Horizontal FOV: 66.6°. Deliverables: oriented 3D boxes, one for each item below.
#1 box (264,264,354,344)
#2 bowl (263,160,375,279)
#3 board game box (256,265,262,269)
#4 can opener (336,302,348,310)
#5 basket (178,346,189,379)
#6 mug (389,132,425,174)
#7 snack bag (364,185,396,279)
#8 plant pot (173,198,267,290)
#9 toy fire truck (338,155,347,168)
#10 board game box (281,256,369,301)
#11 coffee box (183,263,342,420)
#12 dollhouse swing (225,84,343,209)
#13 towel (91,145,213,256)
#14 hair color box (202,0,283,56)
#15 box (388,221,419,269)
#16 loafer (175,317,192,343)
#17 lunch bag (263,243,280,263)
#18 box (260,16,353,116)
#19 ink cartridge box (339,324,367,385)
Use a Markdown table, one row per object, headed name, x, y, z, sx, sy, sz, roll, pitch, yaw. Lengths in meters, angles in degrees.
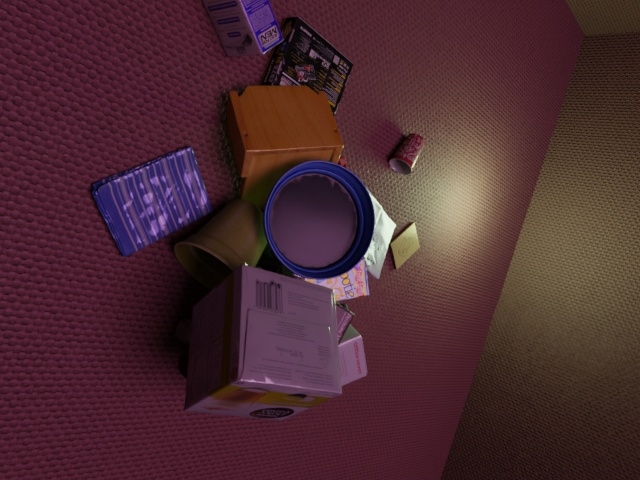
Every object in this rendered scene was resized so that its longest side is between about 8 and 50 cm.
| name | x | y | z | sx | sy | sz | roll | pitch | yaw |
| --- | --- | --- | --- | --- | --- | --- | --- | --- | --- |
| box | -0.079 | 0.271 | 1.876 | 0.381 | 0.143 | 0.191 | 33 | 79 | -25 |
| bowl | -0.007 | -0.066 | 1.614 | 0.391 | 0.077 | 0.390 | 0 | 90 | -23 |
| board game box | -0.295 | 0.171 | 1.719 | 0.035 | 0.136 | 0.201 | 44 | 71 | -43 |
| can opener | 0.053 | 0.409 | 2.177 | 0.074 | 0.093 | 0.280 | -3 | 110 | -45 |
| basket | -0.376 | 0.454 | 1.666 | 0.154 | 0.227 | 0.204 | -41 | 129 | -28 |
| mug | 0.399 | -0.398 | 2.258 | 0.113 | 0.150 | 0.169 | 34 | 71 | -8 |
| snack bag | 0.230 | -0.023 | 2.188 | 0.342 | 0.037 | 0.323 | 45 | 56 | -43 |
| plant pot | -0.292 | 0.011 | 1.607 | 0.254 | 0.276 | 0.276 | -57 | 135 | -31 |
| toy fire truck | 0.019 | -0.303 | 1.937 | 0.192 | 0.047 | 0.135 | -41 | 127 | -29 |
| board game box | 0.017 | 0.143 | 1.747 | 0.275 | 0.144 | 0.142 | -9 | 97 | -19 |
| coffee box | -0.175 | 0.323 | 1.461 | 0.338 | 0.334 | 0.338 | 20 | 49 | -32 |
| dollhouse swing | -0.152 | -0.316 | 1.701 | 0.347 | 0.305 | 0.315 | -10 | 73 | -26 |
| towel | -0.500 | -0.122 | 1.493 | 0.336 | 0.040 | 0.243 | -33 | 125 | -33 |
| hair color box | -0.259 | -0.724 | 1.427 | 0.110 | 0.185 | 0.338 | -43 | 130 | -28 |
| box | 0.423 | 0.027 | 2.459 | 0.201 | 0.021 | 0.164 | -40 | 128 | -29 |
| loafer | -0.355 | 0.330 | 1.728 | 0.320 | 0.111 | 0.112 | 5 | 99 | -45 |
| lunch bag | -0.127 | -0.029 | 1.855 | 0.219 | 0.090 | 0.176 | -37 | 129 | -29 |
| box | -0.040 | -0.602 | 1.761 | 0.322 | 0.079 | 0.257 | 20 | 91 | -46 |
| ink cartridge box | 0.028 | 0.521 | 2.094 | 0.306 | 0.131 | 0.226 | -18 | 116 | -19 |
